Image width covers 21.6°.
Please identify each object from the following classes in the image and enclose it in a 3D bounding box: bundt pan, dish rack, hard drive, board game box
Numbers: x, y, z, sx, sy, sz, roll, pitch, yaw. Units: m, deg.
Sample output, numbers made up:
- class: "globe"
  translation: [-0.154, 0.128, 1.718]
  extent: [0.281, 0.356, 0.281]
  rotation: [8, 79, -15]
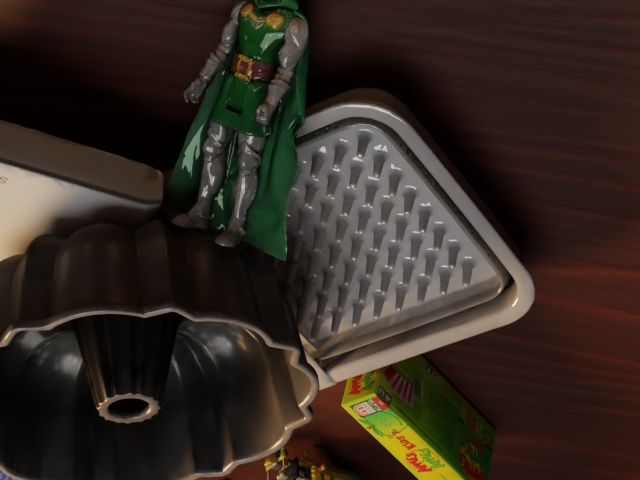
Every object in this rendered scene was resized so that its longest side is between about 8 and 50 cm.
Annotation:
- class: "bundt pan"
  translation: [-0.169, 0.095, 1.465]
  extent: [0.331, 0.124, 0.331]
  rotation: [-5, 146, -3]
- class: "dish rack"
  translation: [0.000, 0.000, 1.508]
  extent: [0.333, 0.072, 0.285]
  rotation: [-21, 125, 31]
- class: "hard drive"
  translation: [-0.315, 0.020, 1.496]
  extent: [0.233, 0.047, 0.353]
  rotation: [16, 140, -22]
- class: "board game box"
  translation: [0.099, 0.174, 1.640]
  extent: [0.043, 0.092, 0.181]
  rotation: [-24, 124, 34]

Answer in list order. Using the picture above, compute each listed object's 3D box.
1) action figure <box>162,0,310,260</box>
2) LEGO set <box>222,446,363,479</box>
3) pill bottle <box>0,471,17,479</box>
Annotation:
- class: "action figure"
  translation: [-0.060, -0.114, 1.361]
  extent: [0.137, 0.063, 0.232]
  rotation: [21, 104, 28]
- class: "LEGO set"
  translation: [-0.105, 0.361, 1.766]
  extent: [0.192, 0.255, 0.331]
  rotation: [20, 145, -30]
- class: "pill bottle"
  translation: [-0.314, 0.244, 1.774]
  extent: [0.272, 0.152, 0.152]
  rotation: [17, 136, -2]
